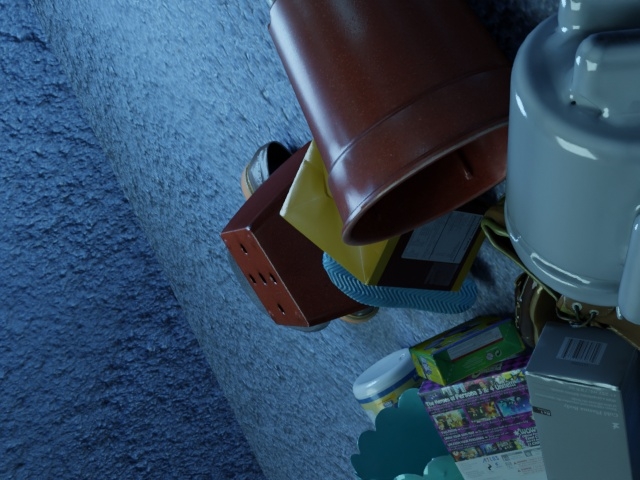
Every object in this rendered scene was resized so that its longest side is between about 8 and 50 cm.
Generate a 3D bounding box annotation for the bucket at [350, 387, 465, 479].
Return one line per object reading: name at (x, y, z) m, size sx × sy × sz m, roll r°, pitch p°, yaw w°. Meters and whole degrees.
bucket at (0.211, 0.369, 1.802) m, size 0.183 × 0.281 × 0.281 m, roll 54°, pitch 163°, yaw -15°

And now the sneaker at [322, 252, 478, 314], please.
sneaker at (0.112, 0.045, 1.586) m, size 0.092 × 0.228 × 0.087 m, roll -95°, pitch 22°, yaw -63°

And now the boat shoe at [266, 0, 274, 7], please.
boat shoe at (-0.057, -0.395, 1.421) m, size 0.335 × 0.121 × 0.119 m, roll 63°, pitch 171°, yaw 13°

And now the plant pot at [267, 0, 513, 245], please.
plant pot at (0.086, -0.175, 1.202) m, size 0.265 × 0.272 × 0.272 m, roll 62°, pitch 164°, yaw 13°

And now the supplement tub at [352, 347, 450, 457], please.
supplement tub at (0.167, 0.314, 1.996) m, size 0.200 × 0.144 × 0.144 m, roll 57°, pitch 162°, yaw -5°

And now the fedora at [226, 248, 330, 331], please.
fedora at (-0.048, 0.055, 2.119) m, size 0.244 × 0.124 × 0.275 m, roll 58°, pitch 153°, yaw -14°

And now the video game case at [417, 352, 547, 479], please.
video game case at (0.288, 0.271, 1.578) m, size 0.232 × 0.042 × 0.210 m, roll -20°, pitch 108°, yaw 31°

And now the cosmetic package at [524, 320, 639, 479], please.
cosmetic package at (0.349, 0.223, 1.397) m, size 0.127 × 0.107 × 0.238 m, roll 6°, pitch 132°, yaw 31°

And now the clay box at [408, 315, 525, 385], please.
clay box at (0.207, 0.158, 1.600) m, size 0.222 × 0.127 × 0.053 m, roll 161°, pitch 85°, yaw -83°

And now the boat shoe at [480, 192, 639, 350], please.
boat shoe at (0.313, 0.058, 1.251) m, size 0.307 × 0.104 × 0.111 m, roll 46°, pitch 160°, yaw 26°

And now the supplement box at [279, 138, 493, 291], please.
supplement box at (0.091, -0.037, 1.449) m, size 0.191 × 0.194 × 0.129 m, roll 39°, pitch 112°, yaw 40°

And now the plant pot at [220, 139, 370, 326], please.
plant pot at (0.000, 0.000, 1.730) m, size 0.267 × 0.235 × 0.267 m, roll 58°, pitch 162°, yaw -8°

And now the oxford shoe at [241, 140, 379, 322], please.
oxford shoe at (-0.013, -0.014, 1.921) m, size 0.364 × 0.130 × 0.133 m, roll 52°, pitch 154°, yaw 8°

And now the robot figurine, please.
robot figurine at (0.269, -0.075, 0.978) m, size 0.353 × 0.199 × 0.300 m, roll 81°, pitch -171°, yaw -53°

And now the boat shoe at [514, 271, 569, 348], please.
boat shoe at (0.281, 0.076, 1.411) m, size 0.073 × 0.073 × 0.207 m, roll 48°, pitch 161°, yaw 31°
